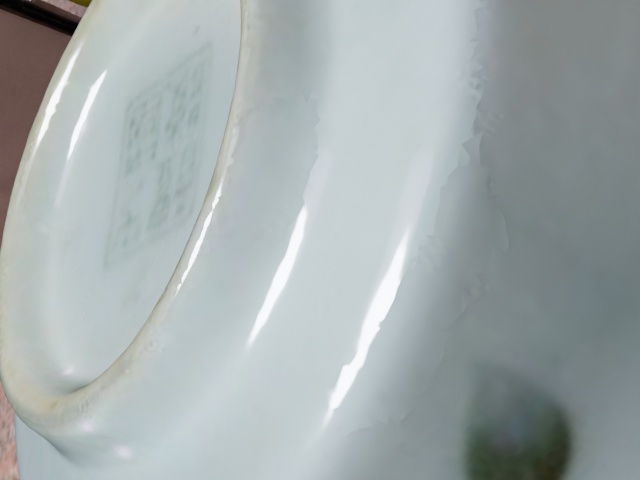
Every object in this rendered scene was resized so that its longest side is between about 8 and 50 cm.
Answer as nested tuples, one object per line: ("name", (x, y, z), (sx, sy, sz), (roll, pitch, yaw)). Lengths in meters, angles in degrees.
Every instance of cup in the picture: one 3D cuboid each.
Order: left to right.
("cup", (0.000, 0.000, 0.493), (0.347, 0.163, 0.347), (-35, 45, 46))

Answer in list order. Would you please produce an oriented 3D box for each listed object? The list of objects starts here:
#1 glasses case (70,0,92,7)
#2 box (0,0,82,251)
("glasses case", (-0.026, -0.281, 0.722), (0.371, 0.141, 0.173), (-57, 46, 22))
("box", (-0.220, -0.045, 0.835), (0.086, 0.215, 0.215), (27, 97, 49))
